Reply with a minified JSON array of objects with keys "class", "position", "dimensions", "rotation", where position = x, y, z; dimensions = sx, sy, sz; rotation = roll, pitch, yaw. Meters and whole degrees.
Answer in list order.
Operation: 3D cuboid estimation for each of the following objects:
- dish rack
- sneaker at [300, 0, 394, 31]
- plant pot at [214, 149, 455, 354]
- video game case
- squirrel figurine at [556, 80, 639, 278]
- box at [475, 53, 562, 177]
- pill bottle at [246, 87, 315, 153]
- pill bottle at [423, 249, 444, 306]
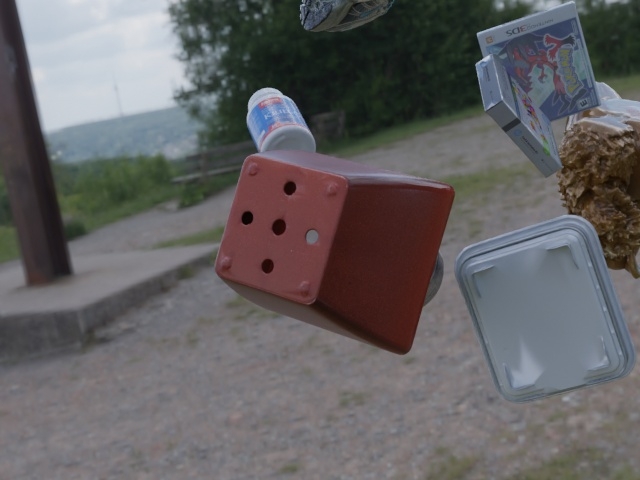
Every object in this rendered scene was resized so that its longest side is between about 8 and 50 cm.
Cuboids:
[{"class":"dish rack","position":[0.422,0.142,1.950],"dimensions":[0.286,0.332,0.072],"rotation":[-19,3,20]},{"class":"sneaker","position":[0.088,-0.457,1.837],"dimensions":[0.122,0.110,0.283],"rotation":[1,-12,-38]},{"class":"plant pot","position":[0.000,0.000,1.495],"dimensions":[0.267,0.267,0.236],"rotation":[16,1,32]},{"class":"video game case","position":[0.404,-0.315,1.886],"dimensions":[0.183,0.201,0.023],"rotation":[-18,17,6]},{"class":"squirrel figurine","position":[0.605,-0.093,2.160],"dimensions":[0.281,0.370,0.397],"rotation":[22,32,28]},{"class":"box","position":[0.341,-0.214,1.757],"dimensions":[0.038,0.186,0.145],"rotation":[-32,34,26]},{"class":"pill bottle","position":[-0.096,-0.251,2.284],"dimensions":[0.124,0.124,0.221],"rotation":[-12,38,-11]},{"class":"pill bottle","position":[0.140,0.045,1.916],"dimensions":[0.176,0.176,0.318],"rotation":[-9,-12,9]}]
